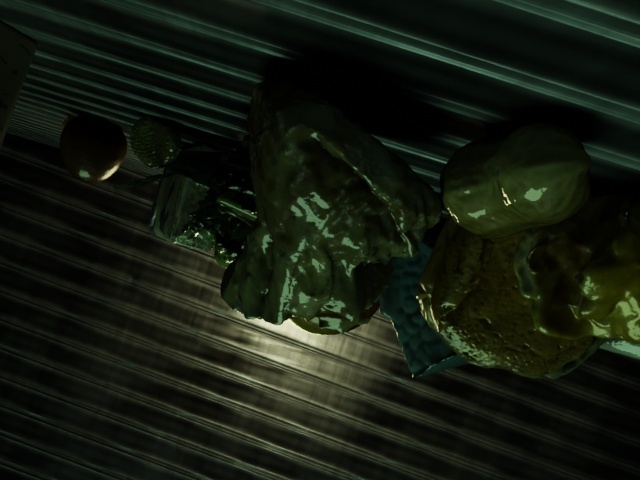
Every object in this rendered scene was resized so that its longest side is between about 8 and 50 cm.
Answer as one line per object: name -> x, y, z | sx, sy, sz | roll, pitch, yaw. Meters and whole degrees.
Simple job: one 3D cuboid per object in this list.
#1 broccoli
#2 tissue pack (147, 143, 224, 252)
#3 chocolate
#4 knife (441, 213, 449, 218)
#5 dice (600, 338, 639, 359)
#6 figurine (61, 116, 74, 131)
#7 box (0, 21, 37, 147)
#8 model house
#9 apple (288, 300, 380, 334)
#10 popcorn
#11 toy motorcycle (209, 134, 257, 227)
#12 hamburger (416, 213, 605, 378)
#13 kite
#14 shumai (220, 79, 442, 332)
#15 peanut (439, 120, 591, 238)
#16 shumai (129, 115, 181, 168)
broccoli -> -0.188, -0.007, 1.418 | 0.165, 0.145, 0.304 | 38, 157, 3
tissue pack -> -0.319, -0.107, 1.659 | 0.125, 0.242, 0.344 | 19, 177, -25
chocolate -> -0.574, -0.225, 1.685 | 0.177, 0.176, 0.177 | 16, 178, 1
knife -> 0.335, -0.031, 1.610 | 0.072, 0.019, 0.245 | 14, 175, 38
dice -> 0.538, 0.102, 1.119 | 0.193, 0.194, 0.192 | 15, 180, -25
figurine -> -0.660, -0.306, 1.795 | 0.064, 0.047, 0.109 | 9, -173, -3
box -> -0.556, -0.179, 0.879 | 0.190, 0.297, 0.225 | 19, 179, 18
model house -> 0.305, 0.054, 1.361 | 0.360, 0.339, 0.297 | -1, 148, -47
apple -> 0.022, 0.092, 1.794 | 0.340, 0.339, 0.339 | 16, 178, 1
popcorn -> 0.363, 0.030, 0.808 | 0.253, 0.191, 0.190 | 18, -148, -5
toy motorcycle -> -0.069, -0.091, 1.146 | 0.237, 0.168, 0.410 | 25, -173, -11
hamburger -> 0.309, 0.060, 1.010 | 0.319, 0.318, 0.158 | 17, -158, -9
kite -> -0.272, -0.145, 1.369 | 0.335, 0.011, 0.314 | 25, -145, 38
shumai -> -0.029, -0.019, 0.763 | 0.267, 0.262, 0.314 | 37, -177, 12
peanut -> 0.192, -0.059, 0.679 | 0.120, 0.110, 0.236 | 31, 175, -4
shumai -> -0.320, -0.200, 1.372 | 0.124, 0.099, 0.087 | 32, -156, 25
